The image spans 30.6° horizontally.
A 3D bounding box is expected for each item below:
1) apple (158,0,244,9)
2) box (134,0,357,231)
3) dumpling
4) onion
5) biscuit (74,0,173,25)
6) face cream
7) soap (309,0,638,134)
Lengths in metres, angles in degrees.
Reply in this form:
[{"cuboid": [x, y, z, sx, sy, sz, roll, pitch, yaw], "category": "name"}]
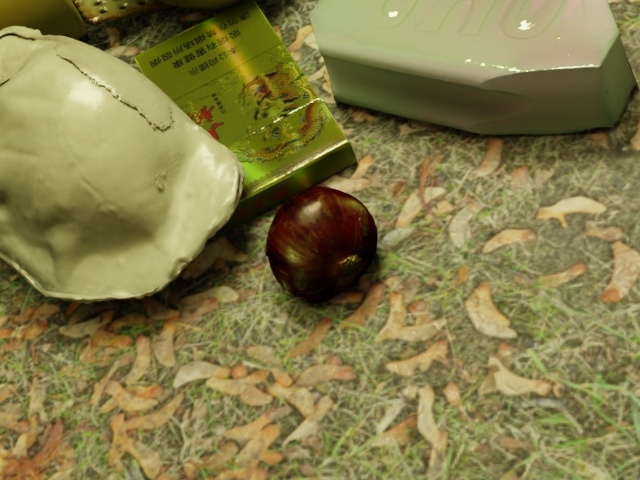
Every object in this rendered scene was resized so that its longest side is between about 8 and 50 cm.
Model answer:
[{"cuboid": [-0.161, -0.418, 1.475, 0.262, 0.262, 0.262, -10, 51, 13], "category": "apple"}, {"cuboid": [-0.097, -0.159, 1.387, 0.173, 0.043, 0.311, -28, 50, -2], "category": "box"}, {"cuboid": [-0.273, -0.079, 1.275, 0.341, 0.181, 0.260, 35, 85, -7], "category": "dumpling"}, {"cuboid": [0.000, 0.000, 1.187, 0.117, 0.118, 0.119, -42, 51, -19], "category": "onion"}, {"cuboid": [-0.285, -0.362, 1.604, 0.144, 0.016, 0.203, -16, 47, -20], "category": "biscuit"}, {"cuboid": [-0.437, -0.322, 1.527, 0.179, 0.218, 0.218, -31, 49, -6], "category": "face cream"}, {"cuboid": [0.176, -0.228, 1.290, 0.347, 0.115, 0.208, 17, 62, 31], "category": "soap"}]
